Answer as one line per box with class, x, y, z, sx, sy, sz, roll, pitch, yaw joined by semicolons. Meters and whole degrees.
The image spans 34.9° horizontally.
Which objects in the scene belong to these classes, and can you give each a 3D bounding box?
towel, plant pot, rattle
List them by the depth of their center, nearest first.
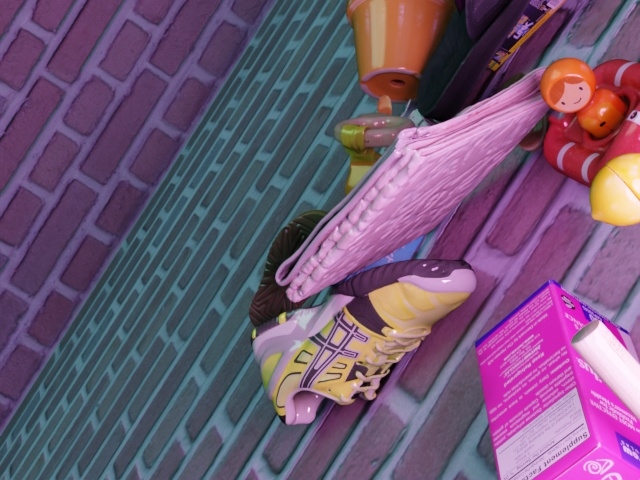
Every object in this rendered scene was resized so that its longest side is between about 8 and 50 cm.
towel;0.124;-0.069;1.259;0.317;0.053;0.332;-26;-15;-41
rattle;0.097;-0.141;1.606;0.130;0.142;0.199;-17;13;12
plant pot;0.140;-0.350;1.778;0.205;0.205;0.187;-24;54;57

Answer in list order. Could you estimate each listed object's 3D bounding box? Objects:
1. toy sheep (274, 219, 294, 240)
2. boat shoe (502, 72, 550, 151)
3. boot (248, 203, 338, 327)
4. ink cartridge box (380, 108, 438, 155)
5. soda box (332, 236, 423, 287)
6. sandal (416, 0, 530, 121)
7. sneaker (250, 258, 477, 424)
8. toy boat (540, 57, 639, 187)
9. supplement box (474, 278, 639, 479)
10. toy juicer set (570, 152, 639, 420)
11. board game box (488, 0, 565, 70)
toy sheep;-0.044;0.016;1.796;0.091;0.091;0.132;-45;41;30
boat shoe;0.283;-0.167;1.374;0.056;0.048;0.153;-36;34;22
boot;0.000;0.000;1.551;0.236;0.089;0.269;-54;-4;33
ink cartridge box;0.152;-0.135;1.599;0.099;0.056;0.135;-50;20;19
soda box;0.100;-0.004;1.503;0.210;0.071;0.067;-59;18;-3
sandal;0.237;-0.374;1.487;0.167;0.107;0.445;-98;31;-57
sneaker;0.065;0.133;1.348;0.385;0.145;0.147;-33;64;43
toy boat;0.304;-0.143;1.115;0.151;0.151;0.231;-56;20;6
supplement box;0.225;0.158;0.913;0.114;0.111;0.220;-46;24;28
toy juicer set;0.302;0.022;0.792;0.328;0.209;0.089;-66;13;-23
board game box;0.302;-0.370;1.577;0.170;0.048;0.141;-45;32;38
